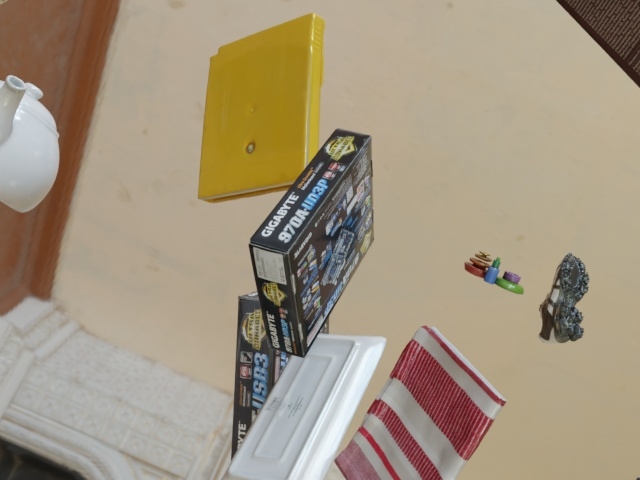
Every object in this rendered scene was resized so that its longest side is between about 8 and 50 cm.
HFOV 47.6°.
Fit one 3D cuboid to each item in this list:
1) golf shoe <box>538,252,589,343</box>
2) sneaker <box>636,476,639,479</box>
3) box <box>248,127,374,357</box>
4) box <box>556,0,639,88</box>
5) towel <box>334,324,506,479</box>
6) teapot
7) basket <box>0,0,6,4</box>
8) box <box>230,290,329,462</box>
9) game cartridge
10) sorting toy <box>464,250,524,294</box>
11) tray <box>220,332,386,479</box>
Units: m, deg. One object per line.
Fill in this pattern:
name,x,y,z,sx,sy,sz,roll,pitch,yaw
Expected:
golf shoe,0.465,0.113,1.418,0.094,0.077,0.198,-37,-156,53
sneaker,0.224,0.179,0.458,0.098,0.038,0.069,-45,-137,29
box,0.000,0.000,0.854,0.220,0.051,0.175,-56,153,-39
box,0.539,-0.389,1.189,0.191,0.381,0.143,-12,146,-31
towel,0.157,0.335,1.240,0.329,0.037,0.237,-60,-146,12
teapot,-0.527,-0.179,1.196,0.187,0.256,0.252,-56,150,-10
basket,-0.716,-0.575,1.307,0.266,0.328,0.331,-48,-163,-21
box,-0.059,0.225,1.223,0.293,0.073,0.295,-6,98,-71
game cartridge,-0.114,-0.245,1.391,0.053,0.285,0.323,18,72,-48
sorting toy,0.272,0.045,1.119,0.061,0.102,0.042,1,113,-68
tray,-0.027,0.217,0.924,0.030,0.145,0.270,58,46,-32
